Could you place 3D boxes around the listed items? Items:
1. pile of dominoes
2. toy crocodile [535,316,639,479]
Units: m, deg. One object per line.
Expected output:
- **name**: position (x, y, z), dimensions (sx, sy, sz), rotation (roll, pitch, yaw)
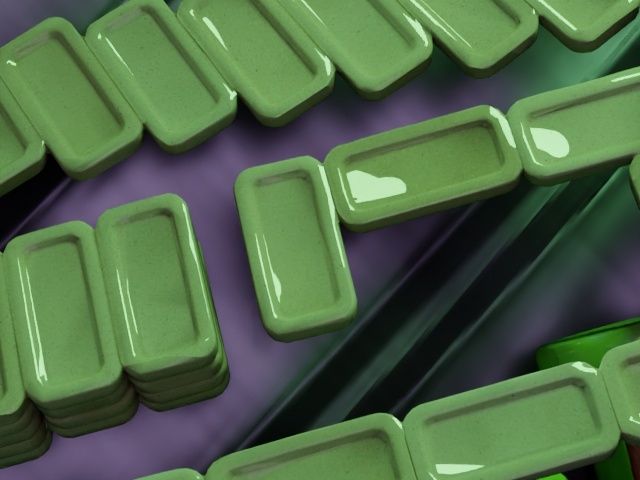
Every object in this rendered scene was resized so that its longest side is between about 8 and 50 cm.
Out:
- **pile of dominoes**: position (0.000, 0.000, 0.528), dimensions (0.251, 0.040, 0.196), rotation (-15, 62, 0)
- **toy crocodile**: position (0.183, 0.063, 0.530), dimensions (0.340, 0.105, 0.115), rotation (-13, 87, -7)
